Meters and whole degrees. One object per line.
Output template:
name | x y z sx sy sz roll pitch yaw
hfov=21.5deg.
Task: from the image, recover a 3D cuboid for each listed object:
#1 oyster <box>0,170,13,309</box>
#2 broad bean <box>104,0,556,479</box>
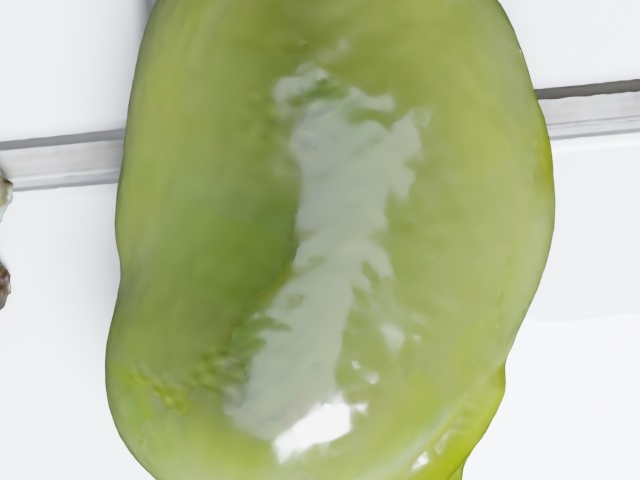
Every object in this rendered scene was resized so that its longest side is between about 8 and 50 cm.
oyster | -0.163 0.018 0.494 0.108 0.053 0.165 43 90 -13
broad bean | 0.000 0.000 0.468 0.124 0.082 0.174 14 99 3
